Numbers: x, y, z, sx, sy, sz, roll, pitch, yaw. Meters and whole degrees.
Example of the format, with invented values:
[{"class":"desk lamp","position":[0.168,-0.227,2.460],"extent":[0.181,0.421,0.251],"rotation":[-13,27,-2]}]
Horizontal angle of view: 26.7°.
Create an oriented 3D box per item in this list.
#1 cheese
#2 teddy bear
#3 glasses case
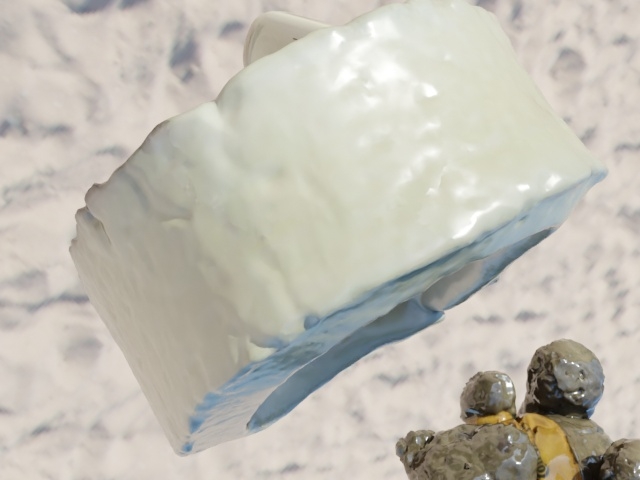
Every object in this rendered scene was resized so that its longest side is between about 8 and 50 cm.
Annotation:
[{"class":"cheese","position":[0.003,0.001,0.857],"extent":[0.292,0.153,0.332],"rotation":[-26,169,-29]},{"class":"teddy bear","position":[0.152,0.178,1.013],"extent":[0.190,0.177,0.140],"rotation":[-7,134,-30]},{"class":"glasses case","position":[0.015,-0.177,1.376],"extent":[0.050,0.196,0.083],"rotation":[-17,122,-67]}]
